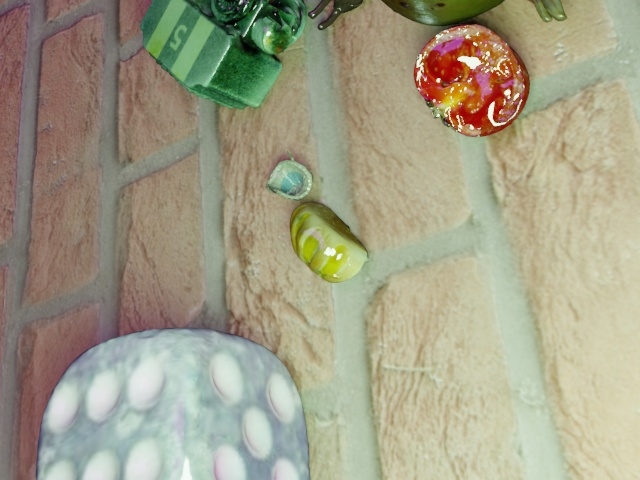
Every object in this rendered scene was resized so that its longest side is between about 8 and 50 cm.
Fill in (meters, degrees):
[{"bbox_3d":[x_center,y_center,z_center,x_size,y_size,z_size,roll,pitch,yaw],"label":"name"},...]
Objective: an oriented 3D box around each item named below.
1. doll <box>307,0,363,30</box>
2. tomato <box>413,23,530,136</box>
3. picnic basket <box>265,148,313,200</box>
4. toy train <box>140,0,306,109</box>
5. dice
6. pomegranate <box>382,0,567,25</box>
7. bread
[{"bbox_3d":[0.044,-0.438,1.517,0.165,0.057,0.139,-28,53,18],"label":"doll"},{"bbox_3d":[0.214,-0.218,1.274,0.159,0.091,0.139,48,112,12],"label":"tomato"},{"bbox_3d":[-0.050,-0.095,1.414,0.083,0.083,0.065,24,80,37],"label":"picnic basket"},{"bbox_3d":[-0.165,-0.363,1.575,0.299,0.167,0.238,46,109,41],"label":"toy train"},{"bbox_3d":[-0.190,0.282,1.223,0.270,0.271,0.270,-19,60,28],"label":"dice"},{"bbox_3d":[0.196,-0.427,1.240,0.323,0.291,0.290,19,82,43],"label":"pomegranate"},{"bbox_3d":[0.000,0.000,1.332,0.083,0.094,0.157,-46,59,5],"label":"bread"}]
